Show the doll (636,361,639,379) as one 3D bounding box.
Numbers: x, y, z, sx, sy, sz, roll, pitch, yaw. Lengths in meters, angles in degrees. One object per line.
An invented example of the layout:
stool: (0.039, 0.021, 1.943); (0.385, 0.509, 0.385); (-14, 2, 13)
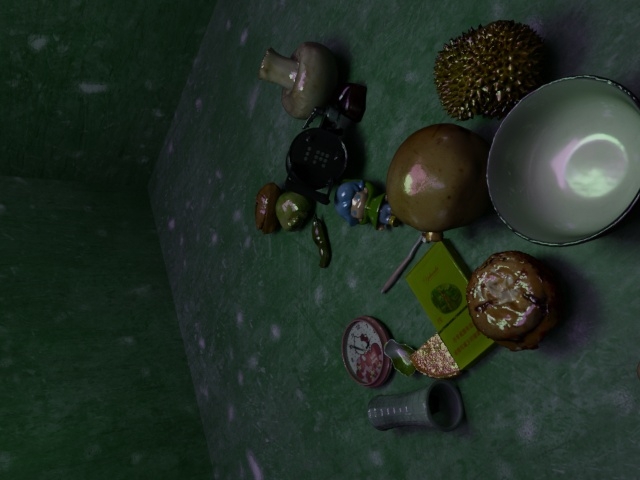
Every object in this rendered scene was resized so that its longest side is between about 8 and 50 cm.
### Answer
doll: (0.696, 0.169, 0.931); (0.196, 0.152, 0.255); (18, 99, 40)

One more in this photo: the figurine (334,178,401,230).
figurine: (0.156, -0.117, 1.717); (0.263, 0.143, 0.162); (24, 118, 35)

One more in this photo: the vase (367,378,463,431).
vase: (0.269, 0.506, 1.531); (0.299, 0.143, 0.143); (-35, 61, 52)

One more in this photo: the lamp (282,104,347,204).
lamp: (-0.024, -0.276, 1.845); (0.272, 0.205, 0.373); (127, 162, -69)

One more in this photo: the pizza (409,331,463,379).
pizza: (0.346, 0.338, 1.493); (0.175, 0.046, 0.134); (17, 92, 45)

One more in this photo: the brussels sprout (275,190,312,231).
brussels sprout: (-0.109, -0.130, 2.089); (0.145, 0.131, 0.183); (50, 130, 15)

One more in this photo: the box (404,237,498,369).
box: (0.379, 0.176, 1.460); (0.187, 0.047, 0.334); (-57, 47, 37)

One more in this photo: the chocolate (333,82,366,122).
chocolate: (0.104, -0.506, 1.839); (0.125, 0.080, 0.148); (-45, 53, 45)

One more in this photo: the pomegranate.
pomegranate: (0.316, -0.149, 1.364); (0.319, 0.319, 0.318); (-3, 87, 54)

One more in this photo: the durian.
durian: (0.412, -0.408, 1.277); (0.293, 0.258, 0.257); (-8, 82, 59)

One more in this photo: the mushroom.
mushroom: (-0.087, -0.605, 1.916); (0.297, 0.290, 0.297); (-170, 90, -73)

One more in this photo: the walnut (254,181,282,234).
walnut: (-0.226, -0.138, 2.250); (0.137, 0.137, 0.245); (36, 126, 49)

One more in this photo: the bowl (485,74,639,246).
bowl: (0.560, -0.158, 1.099); (0.354, 0.185, 0.353); (-2, 87, 54)

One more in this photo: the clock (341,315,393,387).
clock: (0.159, 0.380, 1.751); (0.244, 0.056, 0.244); (-1, 89, 55)

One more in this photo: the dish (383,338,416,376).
dish: (0.262, 0.364, 1.615); (0.137, 0.039, 0.091); (34, 107, 41)

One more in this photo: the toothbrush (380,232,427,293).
toothbrush: (0.273, 0.072, 1.630); (0.029, 0.025, 0.307); (54, 130, 30)

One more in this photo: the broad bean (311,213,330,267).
broad bean: (0.000, 0.000, 1.992); (0.070, 0.048, 0.213); (-18, 78, 52)

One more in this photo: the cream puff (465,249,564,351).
cream puff: (0.472, 0.145, 1.236); (0.240, 0.164, 0.239); (-27, 54, 43)
